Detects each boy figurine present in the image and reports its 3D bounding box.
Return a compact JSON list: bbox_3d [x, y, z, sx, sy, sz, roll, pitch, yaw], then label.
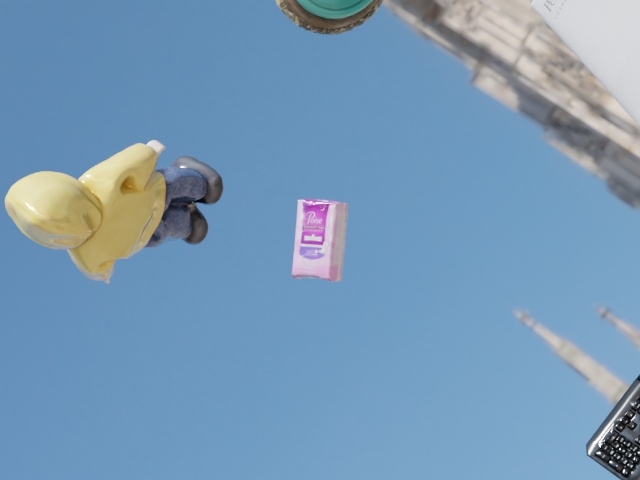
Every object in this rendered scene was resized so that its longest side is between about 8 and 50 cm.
[{"bbox_3d":[-0.233,-0.028,1.585,0.285,0.092,0.177,-10,-53,-53],"label":"boy figurine"}]

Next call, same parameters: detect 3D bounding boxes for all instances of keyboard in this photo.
[{"bbox_3d":[0.343,0.151,1.341,0.192,0.100,0.038,-52,-27,-6],"label":"keyboard"}]

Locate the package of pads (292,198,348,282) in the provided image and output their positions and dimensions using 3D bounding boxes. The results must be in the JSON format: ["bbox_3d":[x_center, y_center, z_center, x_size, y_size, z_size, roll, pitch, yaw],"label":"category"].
[{"bbox_3d":[0.000,0.000,1.438,0.032,0.050,0.083,6,-91,-60],"label":"package of pads"}]

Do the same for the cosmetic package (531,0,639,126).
[{"bbox_3d":[0.311,-0.194,1.051,0.138,0.225,0.224,-14,-33,-36],"label":"cosmetic package"}]

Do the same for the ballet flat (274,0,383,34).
[{"bbox_3d":[0.016,-0.424,1.326,0.164,0.182,0.483,7,-91,-21],"label":"ballet flat"}]
